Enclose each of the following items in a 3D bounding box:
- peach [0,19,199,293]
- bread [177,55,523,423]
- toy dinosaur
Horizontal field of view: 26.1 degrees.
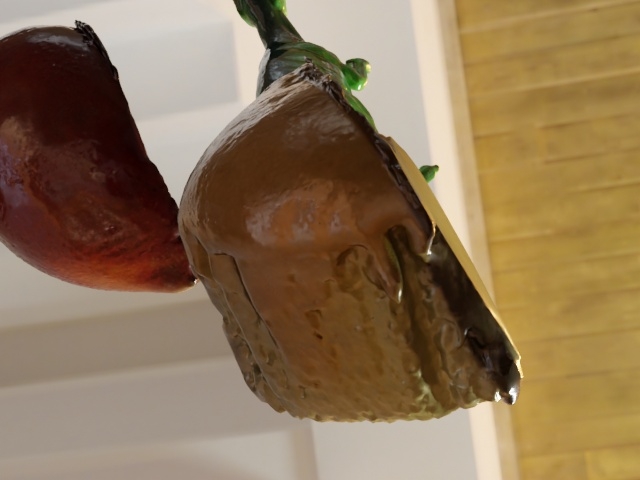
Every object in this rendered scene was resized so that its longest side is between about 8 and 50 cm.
[{"bbox_3d":[-0.278,-0.065,1.502,0.201,0.361,0.257,-28,160,-11],"label":"peach"},{"bbox_3d":[0.000,0.000,0.871,0.163,0.204,0.262,-25,-158,-9],"label":"bread"},{"bbox_3d":[-0.043,-0.157,1.476,0.144,0.374,0.500,-35,176,18],"label":"toy dinosaur"}]
